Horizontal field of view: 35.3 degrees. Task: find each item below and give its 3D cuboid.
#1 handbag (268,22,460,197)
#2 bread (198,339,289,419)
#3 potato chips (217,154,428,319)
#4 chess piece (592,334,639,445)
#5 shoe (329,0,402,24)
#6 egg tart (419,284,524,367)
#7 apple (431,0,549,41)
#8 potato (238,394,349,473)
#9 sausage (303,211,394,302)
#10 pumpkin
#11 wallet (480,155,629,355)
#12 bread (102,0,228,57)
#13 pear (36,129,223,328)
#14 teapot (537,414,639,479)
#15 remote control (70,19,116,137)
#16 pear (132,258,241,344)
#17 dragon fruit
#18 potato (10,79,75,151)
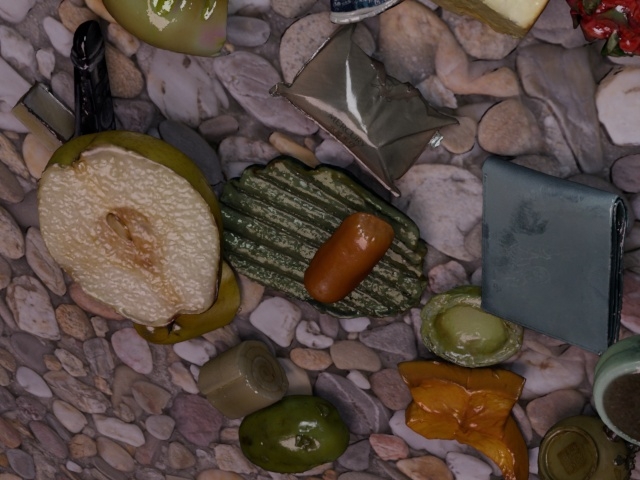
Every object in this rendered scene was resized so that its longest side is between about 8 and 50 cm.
[{"bbox_3d":[0.077,-0.216,1.594,0.270,0.117,0.182,40,94,-8],"label":"handbag"},{"bbox_3d":[-0.162,0.294,2.143,0.141,0.134,0.148,-29,118,36],"label":"bread"},{"bbox_3d":[0.000,0.000,1.855,0.429,0.070,0.358,26,137,7],"label":"potato chips"},{"bbox_3d":[0.536,0.152,1.531,0.195,0.299,0.194,15,132,18],"label":"chess piece"},{"bbox_3d":[0.073,-0.371,1.513,0.143,0.064,0.071,-7,112,31],"label":"shoe"},{"bbox_3d":[0.278,0.152,1.827,0.197,0.078,0.197,14,134,15],"label":"egg tart"},{"bbox_3d":[0.169,-0.411,1.283,0.252,0.309,0.314,-13,111,-6],"label":"apple"},{"bbox_3d":[-0.056,0.422,2.189,0.253,0.148,0.186,-2,142,19],"label":"potato"},{"bbox_3d":[0.042,0.034,1.750,0.098,0.098,0.238,36,139,-3],"label":"sausage"},{"bbox_3d":[0.284,0.345,1.974,0.258,0.095,0.290,7,133,18],"label":"pumpkin"},{"bbox_3d":[0.363,0.023,1.603,0.251,0.054,0.290,23,130,40],"label":"wallet"},{"bbox_3d":[-0.253,-0.398,1.594,0.261,0.156,0.158,30,136,2],"label":"bread"},{"bbox_3d":[-0.326,-0.046,1.873,0.340,0.191,0.386,-18,118,21],"label":"pear"},{"bbox_3d":[0.516,0.410,1.880,0.182,0.173,0.269,24,118,-43],"label":"teapot"},{"bbox_3d":[-0.422,-0.279,1.830,0.066,0.090,0.266,5,130,3],"label":"remote control"},{"bbox_3d":[-0.307,0.131,2.058,0.267,0.178,0.267,17,131,20],"label":"pear"},{"bbox_3d":[0.412,-0.371,1.252,0.234,0.234,0.293,16,102,16],"label":"dragon fruit"},{"bbox_3d":[-0.526,-0.237,1.928,0.061,0.086,0.122,-26,117,38],"label":"potato"}]
